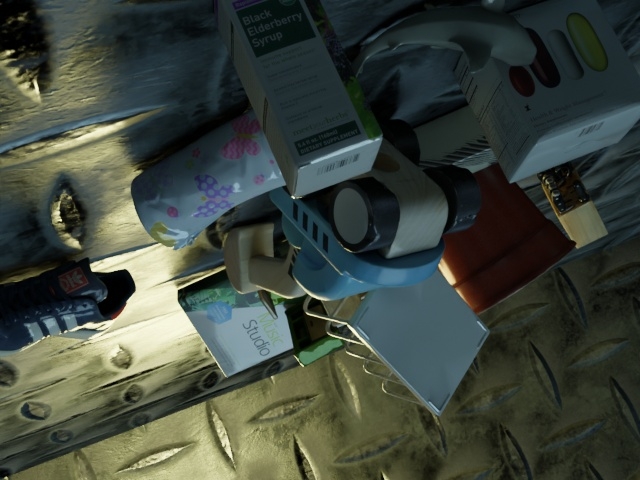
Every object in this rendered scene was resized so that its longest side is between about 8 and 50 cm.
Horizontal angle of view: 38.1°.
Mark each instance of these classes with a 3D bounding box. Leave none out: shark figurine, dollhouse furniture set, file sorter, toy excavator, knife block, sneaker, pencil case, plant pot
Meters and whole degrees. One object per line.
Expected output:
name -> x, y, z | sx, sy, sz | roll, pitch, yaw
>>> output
shark figurine -> 0.159, -0.247, 1.201 | 0.278, 0.116, 0.166 | -9, 148, -3
dollhouse furniture set -> 0.037, 0.074, 1.845 | 0.301, 0.151, 0.197 | -30, 121, 5
file sorter -> 0.136, 0.149, 1.697 | 0.173, 0.277, 0.193 | 7, -124, 53
toy excavator -> 0.000, 0.000, 1.553 | 0.222, 0.433, 0.445 | -11, 133, -37
knife block -> 0.598, -0.081, 2.191 | 0.088, 0.275, 0.242 | -27, -166, 16
sneaker -> -0.444, 0.093, 1.511 | 0.148, 0.131, 0.350 | -39, 165, 26
pencil case -> -0.134, -0.094, 1.301 | 0.273, 0.124, 0.113 | -29, 163, 18
plant pot -> 0.310, -0.026, 1.814 | 0.272, 0.265, 0.272 | -34, 177, -2

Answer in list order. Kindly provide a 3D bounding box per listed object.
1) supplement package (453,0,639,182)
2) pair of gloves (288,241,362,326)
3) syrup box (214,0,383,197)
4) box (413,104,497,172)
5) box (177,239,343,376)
supplement package -> 0.337, -0.228, 1.371 | 0.194, 0.203, 0.149 | -21, 164, -11
pair of gloves -> 0.066, 0.027, 1.798 | 0.240, 0.204, 0.042 | -35, -172, -16
syrup box -> -0.029, -0.175, 0.963 | 0.093, 0.237, 0.096 | -21, 166, -11
box -> 0.268, -0.179, 1.640 | 0.275, 0.094, 0.113 | -24, 164, 2
box -> -0.110, 0.137, 1.976 | 0.322, 0.058, 0.232 | -25, 122, 4
